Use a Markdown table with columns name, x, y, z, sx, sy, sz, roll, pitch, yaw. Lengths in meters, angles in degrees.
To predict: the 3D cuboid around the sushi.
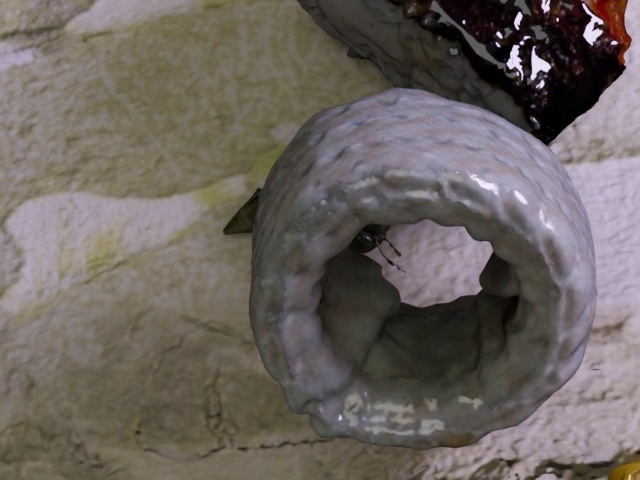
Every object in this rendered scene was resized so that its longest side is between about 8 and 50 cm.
| name | x | y | z | sx | sy | sz | roll | pitch | yaw |
| --- | --- | --- | --- | --- | --- | --- | --- | --- | --- |
| sushi | 0.113 | -0.223 | 1.356 | 0.343 | 0.196 | 0.182 | 41 | 68 | 12 |

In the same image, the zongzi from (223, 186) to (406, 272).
| name | x | y | z | sx | sy | sz | roll | pitch | yaw |
| --- | --- | --- | --- | --- | --- | --- | --- | --- | --- |
| zongzi | 0.000 | 0.000 | 1.390 | 0.154 | 0.062 | 0.130 | 45 | 109 | 2 |

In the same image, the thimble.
| name | x | y | z | sx | sy | sz | roll | pitch | yaw |
| --- | --- | --- | --- | --- | --- | --- | --- | --- | --- |
| thimble | 0.077 | 0.030 | 1.231 | 0.292 | 0.195 | 0.291 | 2 | 117 | 5 |

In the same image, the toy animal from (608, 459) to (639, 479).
| name | x | y | z | sx | sy | sz | roll | pitch | yaw |
| --- | --- | --- | --- | --- | --- | --- | --- | --- | --- |
| toy animal | 0.293 | 0.289 | 1.214 | 0.156 | 0.156 | 0.229 | 9 | 68 | 12 |
